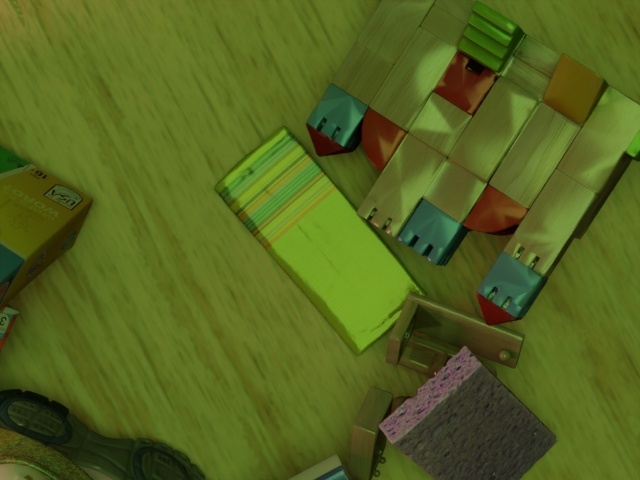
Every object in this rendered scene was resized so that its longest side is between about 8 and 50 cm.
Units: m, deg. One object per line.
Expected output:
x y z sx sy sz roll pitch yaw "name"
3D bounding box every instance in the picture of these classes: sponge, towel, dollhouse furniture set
0.152 0.194 1.679 0.117 0.210 0.031 -44 50 2 "sponge"
0.000 0.000 1.765 0.102 0.021 0.237 -40 90 6 "towel"
0.114 0.168 1.690 0.123 0.144 0.151 20 56 11 "dollhouse furniture set"

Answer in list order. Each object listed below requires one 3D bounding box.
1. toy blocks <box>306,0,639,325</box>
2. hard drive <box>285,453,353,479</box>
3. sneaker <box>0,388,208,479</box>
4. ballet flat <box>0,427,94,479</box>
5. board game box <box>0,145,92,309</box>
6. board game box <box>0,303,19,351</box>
0.144 -0.091 1.693 0.381 0.191 0.261 34 97 14 "toy blocks"
-0.077 0.373 1.704 0.318 0.040 0.210 -28 118 1 "hard drive"
-0.231 0.264 1.734 0.297 0.111 0.129 27 116 -4 "sneaker"
-0.238 0.286 1.590 0.348 0.123 0.123 34 90 4 "ballet flat"
-0.384 -0.027 1.624 0.242 0.316 0.064 29 112 1 "board game box"
-0.446 0.155 1.681 0.144 0.142 0.275 23 89 46 "board game box"
